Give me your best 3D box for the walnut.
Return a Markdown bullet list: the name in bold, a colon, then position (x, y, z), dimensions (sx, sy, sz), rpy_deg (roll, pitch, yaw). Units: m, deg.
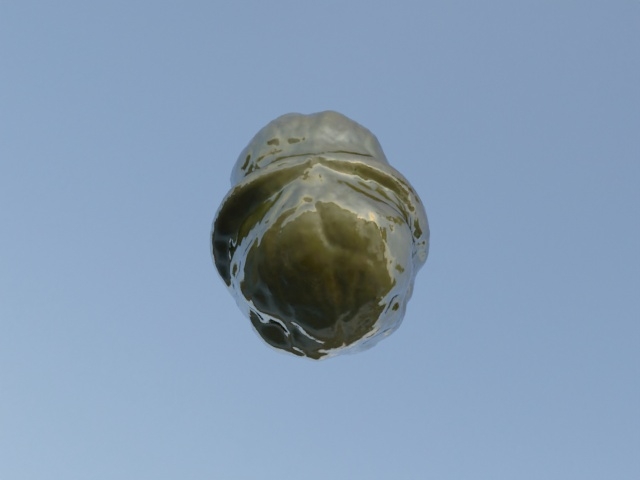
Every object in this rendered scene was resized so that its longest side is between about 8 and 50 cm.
- **walnut**: position (0.000, -0.002, 1.056), dimensions (0.253, 0.282, 0.277), rpy_deg (12, -41, 15)
